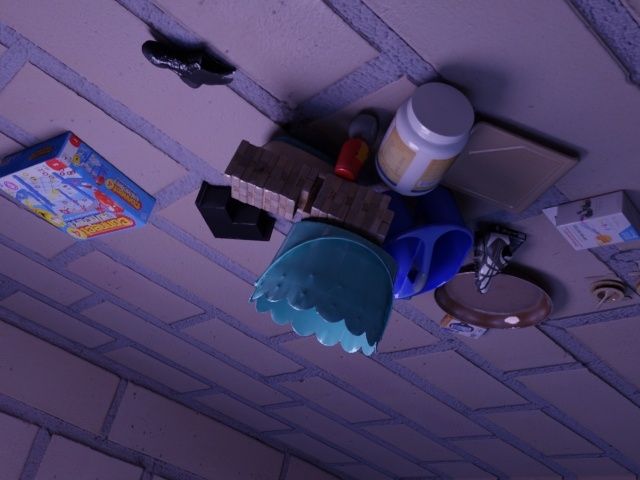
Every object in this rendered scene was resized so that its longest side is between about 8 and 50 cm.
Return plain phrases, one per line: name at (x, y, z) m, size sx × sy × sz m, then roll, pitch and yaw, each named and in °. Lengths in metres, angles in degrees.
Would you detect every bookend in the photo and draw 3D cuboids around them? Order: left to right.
bookend at (-0.215, -0.073, 1.850) m, size 0.156 × 0.072 × 0.157 m, roll 3°, pitch 147°, yaw 18°

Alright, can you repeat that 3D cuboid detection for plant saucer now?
plant saucer at (0.458, 0.146, 1.934) m, size 0.310 × 0.050 × 0.310 m, roll 12°, pitch 150°, yaw 7°

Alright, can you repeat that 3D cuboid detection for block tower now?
block tower at (-0.021, -0.086, 1.450) m, size 0.335 × 0.091 × 0.097 m, roll 23°, pitch 155°, yaw 4°

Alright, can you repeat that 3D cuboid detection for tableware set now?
tableware set at (0.755, 0.126, 1.775) m, size 0.194 × 0.039 × 0.128 m, roll -11°, pitch 141°, yaw 38°

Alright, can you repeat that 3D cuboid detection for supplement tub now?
supplement tub at (0.198, -0.191, 1.393) m, size 0.144 × 0.144 × 0.200 m, roll 18°, pitch 150°, yaw -6°

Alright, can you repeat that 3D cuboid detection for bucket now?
bucket at (0.017, 0.095, 1.465) m, size 0.281 × 0.183 × 0.281 m, roll 20°, pitch 164°, yaw 6°

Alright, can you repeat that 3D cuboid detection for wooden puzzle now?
wooden puzzle at (0.371, -0.150, 1.495) m, size 0.238 × 0.044 × 0.221 m, roll 16°, pitch 150°, yaw -11°

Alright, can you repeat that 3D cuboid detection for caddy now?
caddy at (0.205, 0.025, 1.644) m, size 0.241 × 0.179 × 0.341 m, roll -10°, pitch 151°, yaw -10°

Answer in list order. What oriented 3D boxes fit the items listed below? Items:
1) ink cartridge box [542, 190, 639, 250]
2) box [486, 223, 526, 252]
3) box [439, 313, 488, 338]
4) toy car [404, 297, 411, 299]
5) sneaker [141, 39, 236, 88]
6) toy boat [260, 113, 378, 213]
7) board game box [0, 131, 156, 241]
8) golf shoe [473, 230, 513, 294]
ink cartridge box at (0.579, -0.036, 1.562) m, size 0.181 × 0.062 × 0.104 m, roll -14°, pitch 139°, yaw 41°
box at (0.435, -0.004, 1.723) m, size 0.083 × 0.018 × 0.067 m, roll 17°, pitch 150°, yaw -4°
box at (0.429, 0.253, 2.146) m, size 0.136 × 0.028 × 0.081 m, roll 18°, pitch 150°, yaw -2°
toy car at (0.120, 0.154, 1.911) m, size 0.219 × 0.238 × 0.210 m, roll 8°, pitch 149°, yaw 12°
sneaker at (-0.258, -0.353, 1.430) m, size 0.170 × 0.051 × 0.089 m, roll 31°, pitch 147°, yaw -34°
toy boat at (0.015, -0.158, 1.560) m, size 0.267 × 0.148 × 0.318 m, roll 33°, pitch 153°, yaw -19°
board game box at (-0.656, -0.131, 1.938) m, size 0.308 × 0.086 × 0.302 m, roll -11°, pitch 141°, yaw 37°
golf shoe at (0.411, 0.059, 1.730) m, size 0.094 × 0.077 × 0.198 m, roll -2°, pitch 138°, yaw 10°
